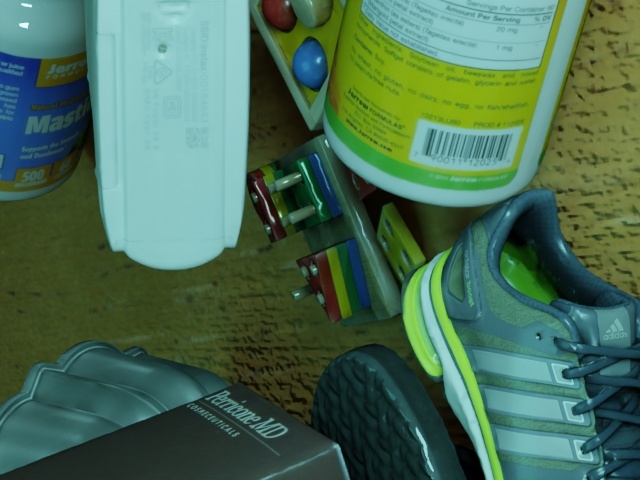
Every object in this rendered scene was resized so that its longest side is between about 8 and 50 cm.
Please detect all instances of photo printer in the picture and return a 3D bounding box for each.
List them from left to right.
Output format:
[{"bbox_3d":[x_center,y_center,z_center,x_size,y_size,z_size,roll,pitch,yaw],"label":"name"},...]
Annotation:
[{"bbox_3d":[-0.115,-0.155,1.444,0.307,0.107,0.256,-108,18,-65],"label":"photo printer"}]

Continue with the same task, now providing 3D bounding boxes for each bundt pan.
[{"bbox_3d":[-0.128,0.241,1.520,0.124,0.331,0.331,1,103,31],"label":"bundt pan"}]

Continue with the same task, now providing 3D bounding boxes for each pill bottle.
[{"bbox_3d":[-0.259,-0.176,1.725,0.152,0.152,0.272,58,146,32],"label":"pill bottle"},{"bbox_3d":[0.088,-0.153,1.133,0.136,0.136,0.245,51,141,39],"label":"pill bottle"}]

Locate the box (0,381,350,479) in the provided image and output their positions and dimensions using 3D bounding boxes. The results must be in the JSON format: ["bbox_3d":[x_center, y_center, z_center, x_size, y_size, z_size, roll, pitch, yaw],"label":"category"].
[{"bbox_3d":[-0.172,0.232,1.272,0.191,0.381,0.143,20,127,66],"label":"box"}]

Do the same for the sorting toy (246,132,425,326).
[{"bbox_3d":[0.000,0.000,1.385,0.132,0.046,0.274,68,164,-1],"label":"sorting toy"}]

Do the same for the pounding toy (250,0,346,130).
[{"bbox_3d":[0.007,-0.166,1.309,0.130,0.100,0.141,63,148,24],"label":"pounding toy"}]

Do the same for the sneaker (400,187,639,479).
[{"bbox_3d":[0.149,0.099,1.157,0.300,0.111,0.121,58,142,28],"label":"sneaker"}]

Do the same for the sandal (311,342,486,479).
[{"bbox_3d":[0.116,0.264,1.299,0.167,0.107,0.445,-12,103,60],"label":"sandal"}]
